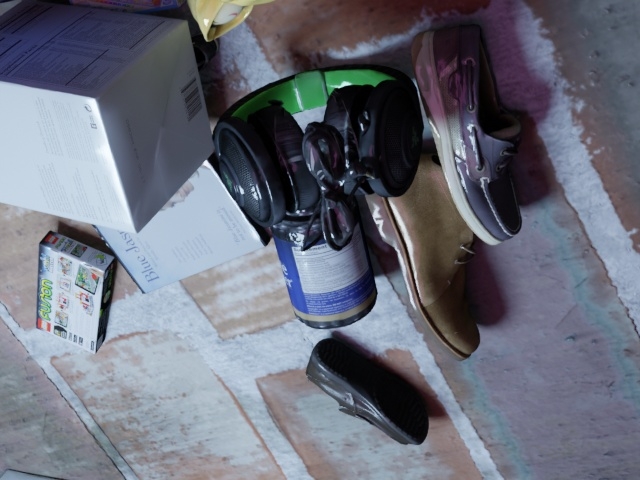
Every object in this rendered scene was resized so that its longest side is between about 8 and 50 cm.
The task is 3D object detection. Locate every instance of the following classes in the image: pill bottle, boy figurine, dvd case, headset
[{"bbox_3d":[0.000,0.000,1.347,0.122,0.123,0.219,-1,122,22],"label":"pill bottle"},{"bbox_3d":[-0.051,-0.298,1.132,0.285,0.177,0.092,-11,105,34],"label":"boy figurine"},{"bbox_3d":[-0.219,-0.028,1.474,0.253,0.022,0.180,-21,113,31],"label":"dvd case"},{"bbox_3d":[-0.004,-0.120,1.099,0.243,0.394,0.185,-13,122,3],"label":"headset"}]

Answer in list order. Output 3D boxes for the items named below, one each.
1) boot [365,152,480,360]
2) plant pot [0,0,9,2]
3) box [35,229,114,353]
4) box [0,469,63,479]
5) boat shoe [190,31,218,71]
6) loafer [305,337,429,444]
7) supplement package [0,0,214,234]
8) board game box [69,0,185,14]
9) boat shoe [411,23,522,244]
[{"bbox_3d":[0.165,0.026,1.320,0.115,0.112,0.305,-18,113,18],"label":"boot"},{"bbox_3d":[-0.388,-0.402,1.147,0.235,0.212,0.236,-17,108,29],"label":"plant pot"},{"bbox_3d":[-0.394,0.086,1.595,0.114,0.036,0.207,23,134,5],"label":"box"},{"bbox_3d":[-0.523,0.642,1.954,0.214,0.168,0.345,6,124,17],"label":"box"},{"bbox_3d":[-0.193,-0.231,1.315,0.133,0.042,0.049,-21,116,32],"label":"boat shoe"},{"bbox_3d":[0.069,0.234,1.517,0.220,0.080,0.078,40,137,-2],"label":"loafer"},{"bbox_3d":[-0.308,-0.164,1.271,0.262,0.198,0.199,12,133,24],"label":"supplement package"},{"bbox_3d":[-0.258,-0.337,1.276,0.154,0.026,0.103,-4,121,23],"label":"board game box"},{"bbox_3d":[0.195,-0.124,1.204,0.092,0.103,0.285,-11,112,32],"label":"boat shoe"}]
